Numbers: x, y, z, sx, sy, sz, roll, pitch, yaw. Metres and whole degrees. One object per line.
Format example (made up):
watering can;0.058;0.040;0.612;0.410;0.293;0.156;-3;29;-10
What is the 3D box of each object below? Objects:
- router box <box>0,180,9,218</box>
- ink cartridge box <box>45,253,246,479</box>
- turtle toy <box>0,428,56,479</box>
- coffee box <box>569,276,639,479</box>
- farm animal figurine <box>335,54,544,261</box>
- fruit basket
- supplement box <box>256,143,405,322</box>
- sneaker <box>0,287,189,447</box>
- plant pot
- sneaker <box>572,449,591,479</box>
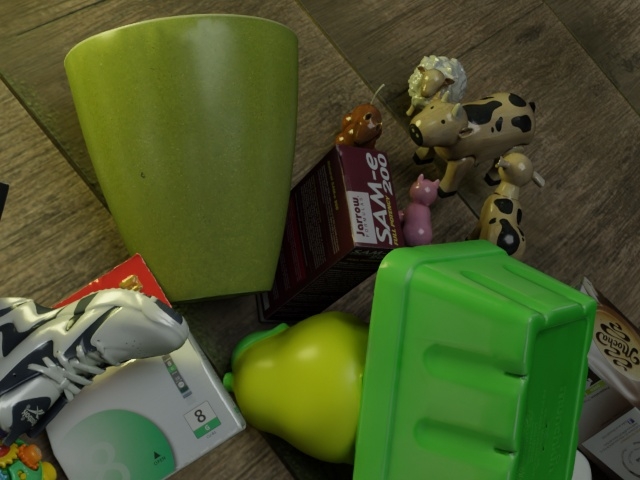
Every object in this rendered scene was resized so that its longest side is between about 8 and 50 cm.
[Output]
router box;-0.376;0.119;0.837;0.081;0.243;0.308;17;59;-21
ink cartridge box;-0.213;0.151;0.980;0.181;0.056;0.224;-32;85;-3
turtle toy;-0.329;0.219;0.910;0.130;0.066;0.095;22;33;22
coffee box;0.419;0.220;1.298;0.297;0.119;0.168;44;37;-3
farm animal figurine;0.201;-0.124;1.292;0.330;0.172;0.327;43;49;14
fruit basket;0.093;0.179;1.073;0.283;0.392;0.392;-5;67;-50
supplement box;0.000;0.000;1.114;0.073;0.239;0.130;4;64;-29
sneaker;-0.251;0.132;0.906;0.235;0.094;0.153;1;52;12
plant pot;-0.142;-0.077;1.083;0.275;0.275;0.293;-5;84;-32
sneaker;0.308;0.369;1.193;0.094;0.091;0.258;40;51;-6
